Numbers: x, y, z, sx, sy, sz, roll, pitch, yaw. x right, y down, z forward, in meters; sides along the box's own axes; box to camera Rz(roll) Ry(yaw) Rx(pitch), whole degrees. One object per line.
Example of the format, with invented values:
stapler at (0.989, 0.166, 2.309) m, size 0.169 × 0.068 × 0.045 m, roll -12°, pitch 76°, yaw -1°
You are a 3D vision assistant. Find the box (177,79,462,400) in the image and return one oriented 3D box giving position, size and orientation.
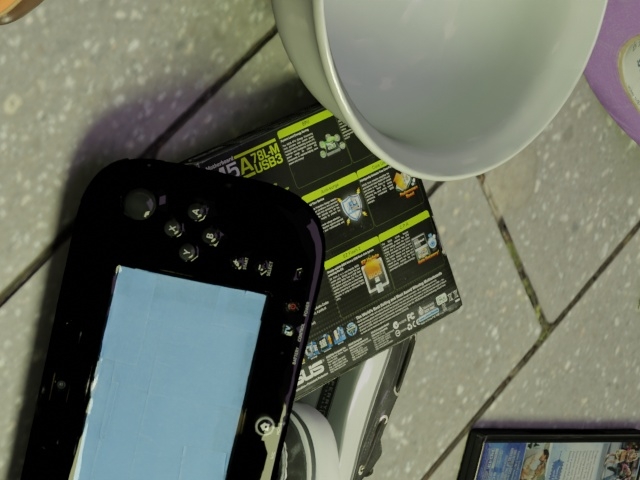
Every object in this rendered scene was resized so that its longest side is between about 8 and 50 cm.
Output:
box at (0.000, 0.000, 1.357) m, size 0.191 × 0.045 × 0.184 m, roll -27°, pitch 101°, yaw -36°

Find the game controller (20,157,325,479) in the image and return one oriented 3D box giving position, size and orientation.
game controller at (-0.103, 0.107, 1.266) m, size 0.067 × 0.166 × 0.319 m, roll -66°, pitch 169°, yaw -80°

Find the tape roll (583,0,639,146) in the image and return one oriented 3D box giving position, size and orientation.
tape roll at (0.343, -0.132, 1.522) m, size 0.090 × 0.275 × 0.275 m, roll -52°, pitch 134°, yaw -19°

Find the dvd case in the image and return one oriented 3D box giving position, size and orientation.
dvd case at (0.199, 0.257, 1.710) m, size 0.253 × 0.022 × 0.180 m, roll 6°, pitch 100°, yaw -46°

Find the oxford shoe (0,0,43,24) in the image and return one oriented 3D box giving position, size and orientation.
oxford shoe at (-0.097, -0.257, 1.145) m, size 0.363 × 0.130 × 0.132 m, roll -55°, pitch 143°, yaw -14°

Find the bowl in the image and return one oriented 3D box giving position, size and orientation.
bowl at (0.063, -0.199, 1.315) m, size 0.298 × 0.134 × 0.297 m, roll -15°, pitch 113°, yaw -40°

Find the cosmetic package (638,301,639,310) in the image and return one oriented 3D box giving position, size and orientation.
cosmetic package at (0.365, -0.043, 1.736) m, size 0.099 × 0.060 × 0.239 m, roll -3°, pitch 107°, yaw -46°

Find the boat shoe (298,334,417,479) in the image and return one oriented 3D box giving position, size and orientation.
boat shoe at (0.016, 0.149, 1.450) m, size 0.076 × 0.080 × 0.228 m, roll 26°, pitch 79°, yaw -46°

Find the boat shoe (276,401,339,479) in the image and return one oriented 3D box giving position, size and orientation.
boat shoe at (-0.087, 0.251, 1.365) m, size 0.102 × 0.108 × 0.301 m, roll 23°, pitch 96°, yaw -49°
